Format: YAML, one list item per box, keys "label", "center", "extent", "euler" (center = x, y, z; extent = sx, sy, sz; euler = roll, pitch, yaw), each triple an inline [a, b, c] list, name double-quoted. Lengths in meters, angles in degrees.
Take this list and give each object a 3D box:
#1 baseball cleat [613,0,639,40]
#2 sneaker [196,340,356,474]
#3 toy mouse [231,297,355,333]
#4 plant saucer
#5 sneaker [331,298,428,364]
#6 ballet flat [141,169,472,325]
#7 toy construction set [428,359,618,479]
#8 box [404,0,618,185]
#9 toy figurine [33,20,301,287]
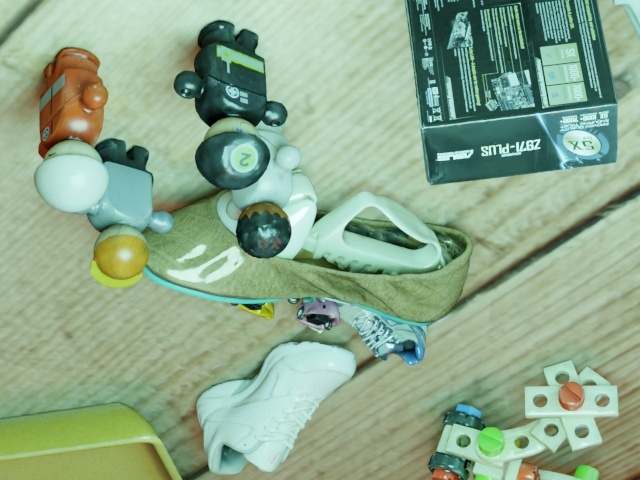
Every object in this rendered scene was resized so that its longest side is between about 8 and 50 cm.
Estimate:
- label: "baseball cleat"
  center: [0.292, -0.189, 1.432]
  extent: [0.109, 0.072, 0.206]
  euler: [-24, 147, 16]
- label: "sneaker"
  center: [-0.042, 0.191, 1.939]
  extent: [0.090, 0.115, 0.232]
  euler: [21, 139, -34]
- label: "toy mouse"
  center: [-0.020, 0.055, 1.774]
  extent: [0.143, 0.031, 0.161]
  euler: [-5, 153, 40]
- label: "plant saucer"
  center: [-0.312, 0.289, 2.094]
  extent: [0.333, 0.081, 0.332]
  euler: [-8, 147, 6]
- label: "sneaker"
  center: [0.064, 0.090, 1.849]
  extent: [0.135, 0.058, 0.052]
  euler: [25, 137, -37]
- label: "ballet flat"
  center: [0.000, 0.000, 1.664]
  extent: [0.342, 0.116, 0.124]
  euler: [12, 129, -28]
- label: "toy construction set"
  center: [0.244, 0.270, 2.067]
  extent: [0.215, 0.151, 0.327]
  euler: [15, 143, 16]
- label: "box"
  center: [0.143, -0.143, 1.382]
  extent: [0.147, 0.180, 0.077]
  euler: [-8, 146, 3]
- label: "toy figurine"
  center: [-0.125, -0.062, 1.504]
  extent: [0.213, 0.148, 0.209]
  euler: [-9, 147, 5]
